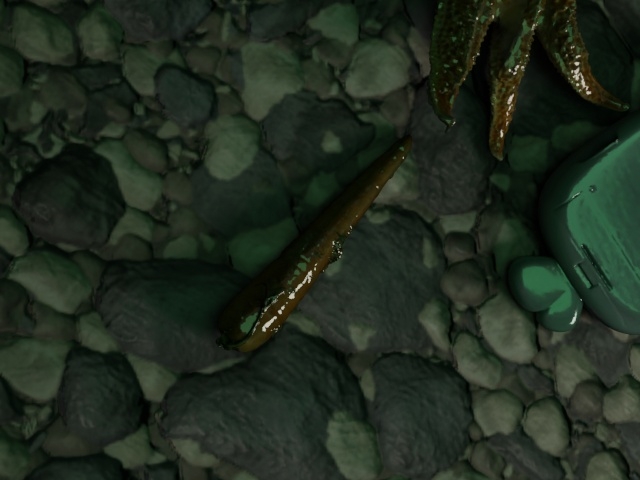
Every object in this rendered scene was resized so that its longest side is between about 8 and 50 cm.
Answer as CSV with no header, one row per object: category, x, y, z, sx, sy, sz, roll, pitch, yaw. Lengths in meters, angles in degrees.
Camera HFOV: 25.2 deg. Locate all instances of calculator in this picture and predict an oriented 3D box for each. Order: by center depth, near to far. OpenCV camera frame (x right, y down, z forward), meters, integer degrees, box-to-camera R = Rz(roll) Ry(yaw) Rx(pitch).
calculator,0.305,-0.021,1.299,0.299,0.041,0.185,-34,99,-6

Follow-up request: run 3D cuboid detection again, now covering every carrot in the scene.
carrot,0.000,0.000,1.224,0.049,0.049,0.254,45,73,-12

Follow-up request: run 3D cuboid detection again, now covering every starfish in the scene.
starfish,0.151,-0.218,1.252,0.301,0.084,0.294,-5,89,-22
